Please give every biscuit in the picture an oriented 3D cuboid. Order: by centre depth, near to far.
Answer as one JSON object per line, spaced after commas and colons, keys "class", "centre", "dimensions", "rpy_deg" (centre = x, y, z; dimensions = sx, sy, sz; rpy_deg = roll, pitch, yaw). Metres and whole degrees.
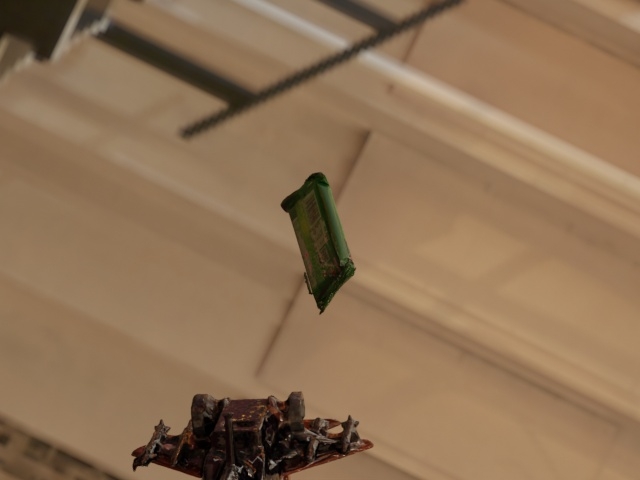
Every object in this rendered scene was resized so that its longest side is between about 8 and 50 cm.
{"class": "biscuit", "centre": [0.000, 0.000, 1.213], "dimensions": [0.046, 0.016, 0.089], "rpy_deg": [-45, -131, 38]}

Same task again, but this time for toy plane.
{"class": "toy plane", "centre": [-0.040, 0.109, 0.938], "dimensions": [0.189, 0.130, 0.061], "rpy_deg": [13, 76, -85]}
